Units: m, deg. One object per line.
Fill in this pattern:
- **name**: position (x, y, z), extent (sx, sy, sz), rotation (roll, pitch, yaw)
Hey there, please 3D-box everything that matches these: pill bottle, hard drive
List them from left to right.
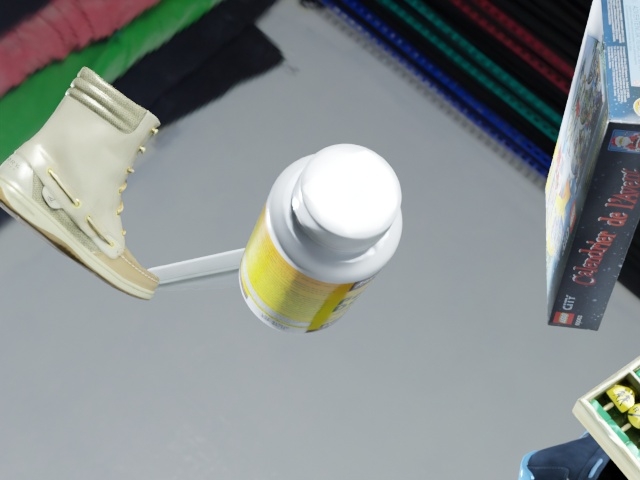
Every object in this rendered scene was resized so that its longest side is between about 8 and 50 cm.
- **hard drive**: position (-0.100, 0.040, 1.572), extent (0.307, 0.040, 0.203), rotation (-11, -8, 34)
- **pill bottle**: position (0.000, 0.000, 0.861), extent (0.117, 0.117, 0.215), rotation (-45, -6, -25)

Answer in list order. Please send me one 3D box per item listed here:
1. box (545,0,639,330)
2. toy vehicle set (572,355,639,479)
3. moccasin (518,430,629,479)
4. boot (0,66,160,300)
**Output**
- **box**: position (0.219, -0.061, 0.769), extent (0.233, 0.044, 0.159), rotation (90, -172, -50)
- **toy vehicle set**: position (0.402, 0.224, 0.967), extent (0.166, 0.267, 0.035), rotation (-32, -25, -15)
- **moccasin**: position (0.392, 0.320, 1.291), extent (0.116, 0.138, 0.342), rotation (-2, 4, 43)
- **boot**: position (-0.254, -0.063, 1.203), extent (0.095, 0.262, 0.203), rotation (19, 70, 53)
